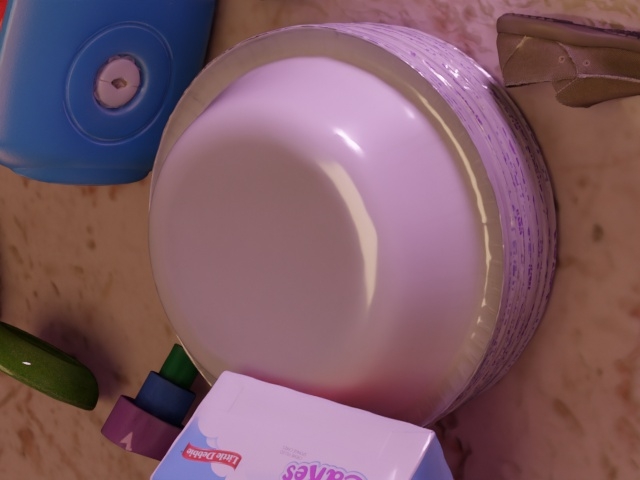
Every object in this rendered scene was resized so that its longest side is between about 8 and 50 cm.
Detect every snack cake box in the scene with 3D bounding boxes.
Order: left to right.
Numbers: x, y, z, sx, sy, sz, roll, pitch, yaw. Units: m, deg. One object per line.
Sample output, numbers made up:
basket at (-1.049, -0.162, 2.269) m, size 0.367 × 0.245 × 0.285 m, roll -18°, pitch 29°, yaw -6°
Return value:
snack cake box at (0.019, 0.209, 0.744) m, size 0.152 × 0.089 × 0.264 m, roll 13°, pitch 144°, yaw 33°

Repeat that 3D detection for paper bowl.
paper bowl at (0.000, 0.000, 0.766) m, size 0.284 × 0.148 × 0.284 m, roll 8°, pitch 104°, yaw 32°

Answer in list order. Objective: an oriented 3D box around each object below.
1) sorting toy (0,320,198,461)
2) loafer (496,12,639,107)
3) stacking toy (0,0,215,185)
sorting toy at (-0.240, 0.053, 0.989) m, size 0.365 × 0.127 × 0.126 m, roll 26°, pitch 83°, yaw 25°
loafer at (0.169, -0.102, 0.688) m, size 0.148 × 0.056 × 0.050 m, roll 22°, pitch 112°, yaw 40°
stacking toy at (-0.241, -0.173, 0.910) m, size 0.302 × 0.175 × 0.166 m, roll 32°, pitch 113°, yaw 38°
